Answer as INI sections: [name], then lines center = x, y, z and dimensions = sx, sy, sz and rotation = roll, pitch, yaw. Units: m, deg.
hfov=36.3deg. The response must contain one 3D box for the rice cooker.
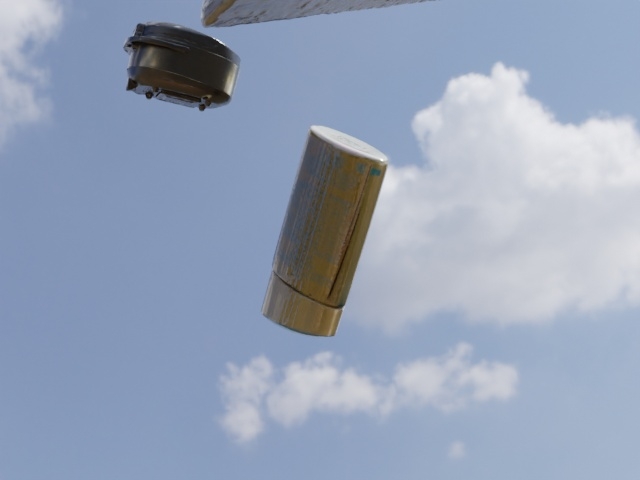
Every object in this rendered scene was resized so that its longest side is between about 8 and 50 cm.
[rice cooker]
center = -0.195, -0.243, 1.369
dimensions = 0.165, 0.106, 0.112
rotation = 7, -4, -17

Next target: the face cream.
[face cream]
center = 0.000, 0.000, 1.316
dimensions = 0.067, 0.139, 0.285
rotation = -3, -63, -45

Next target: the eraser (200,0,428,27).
[eraser]
center = 0.084, -0.203, 0.595
dimensions = 0.352, 0.077, 0.111
rotation = -18, -4, -38
